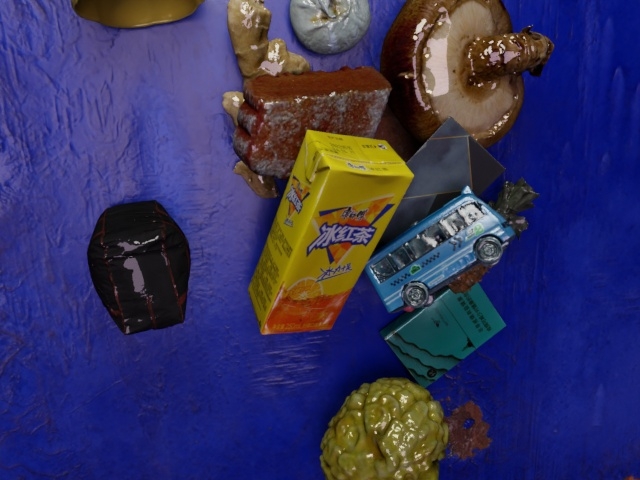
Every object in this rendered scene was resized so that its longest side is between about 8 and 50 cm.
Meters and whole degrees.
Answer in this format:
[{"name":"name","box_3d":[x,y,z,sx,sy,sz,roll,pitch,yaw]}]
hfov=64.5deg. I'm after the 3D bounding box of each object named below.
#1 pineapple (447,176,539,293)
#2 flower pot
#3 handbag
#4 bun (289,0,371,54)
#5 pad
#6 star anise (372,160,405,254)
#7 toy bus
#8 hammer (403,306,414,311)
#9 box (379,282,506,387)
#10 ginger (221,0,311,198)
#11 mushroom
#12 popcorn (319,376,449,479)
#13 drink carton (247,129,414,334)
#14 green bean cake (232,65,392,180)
[{"name":"pineapple","box_3d":[0.317,-0.013,0.986,0.248,0.128,0.128,-43,109,1]},{"name":"flower pot","box_3d":[-0.275,-0.430,0.729,0.195,0.195,0.179,-13,95,-8]},{"name":"handbag","box_3d":[-0.291,0.041,0.830,0.155,0.215,0.170,-8,110,-18]},{"name":"bun","box_3d":[0.018,-0.383,0.847,0.140,0.083,0.141,-4,108,-11]},{"name":"pad","box_3d":[0.193,-0.080,0.899,0.163,0.004,0.243,32,111,-27]},{"name":"star anise","box_3d":[0.127,-0.039,0.964,0.212,0.073,0.197,-22,116,-10]},{"name":"toy bus","box_3d":[0.203,0.023,0.879,0.246,0.113,0.134,-35,74,12]},{"name":"hammer","box_3d":[0.187,0.105,1.033,0.043,0.043,0.083,25,99,-17]},{"name":"box","box_3d":[0.259,0.186,1.069,0.226,0.042,0.161,-38,108,0]},{"name":"ginger","box_3d":[-0.097,-0.235,0.863,0.147,0.081,0.334,-6,118,-31]},{"name":"mushroom","box_3d":[0.240,-0.298,0.878,0.278,0.163,0.297,-14,109,2]},{"name":"popcorn","box_3d":[0.132,0.404,1.012,0.270,0.224,0.258,-8,123,-18]},{"name":"drink carton","box_3d":[0.000,0.000,0.843,0.154,0.111,0.351,1,132,-30]},{"name":"green bean cake","box_3d":[-0.018,-0.194,0.818,0.232,0.097,0.199,0,119,-32]}]
